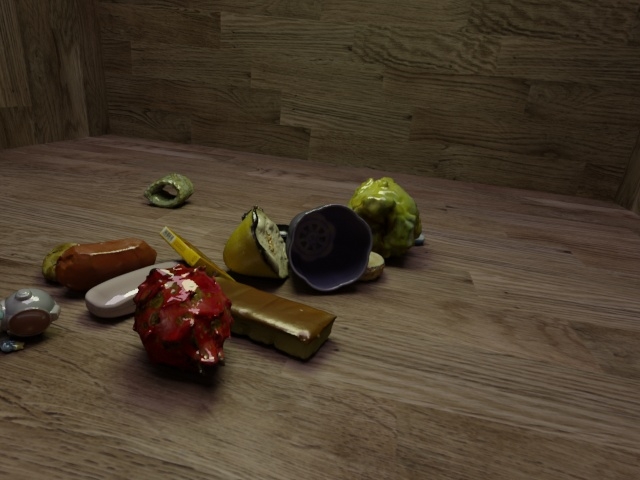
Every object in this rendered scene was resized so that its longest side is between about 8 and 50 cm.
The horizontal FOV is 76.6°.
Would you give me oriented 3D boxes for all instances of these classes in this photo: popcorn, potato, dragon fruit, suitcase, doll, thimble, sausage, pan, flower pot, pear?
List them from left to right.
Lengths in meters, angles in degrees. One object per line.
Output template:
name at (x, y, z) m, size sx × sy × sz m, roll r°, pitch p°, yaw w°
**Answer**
doll at (-0.712, 0.162, 0.844) m, size 0.288 × 0.150 × 0.151 m, roll -4°, pitch 23°, yaw -34°
potato at (-0.737, 0.061, 1.170) m, size 0.107 × 0.079 × 0.170 m, roll 12°, pitch 17°, yaw -18°
sausage at (-0.591, 0.065, 1.132) m, size 0.133 × 0.133 × 0.258 m, roll 22°, pitch 23°, yaw 35°
thimble at (-0.689, -0.226, 1.844) m, size 0.191 × 0.137 × 0.143 m, roll -6°, pitch 22°, yaw 8°
dragon fruit at (-0.282, 0.175, 0.859) m, size 0.205 × 0.210 × 0.268 m, roll 5°, pitch 34°, yaw -52°
pear at (-0.218, 0.034, 1.273) m, size 0.178 × 0.266 × 0.267 m, roll -25°, pitch 20°, yaw 8°
suitcase at (-0.271, -0.079, 1.645) m, size 0.059 × 0.086 × 0.126 m, roll -4°, pitch 18°, yaw 17°
pan at (-0.190, -0.024, 1.573) m, size 0.202 × 0.048 × 0.128 m, roll 2°, pitch 20°, yaw -15°
flower pot at (0.000, 0.000, 1.297) m, size 0.265 × 0.264 × 0.243 m, roll -1°, pitch 12°, yaw -17°
popcorn at (0.225, -0.082, 1.531) m, size 0.313 × 0.311 × 0.312 m, roll 5°, pitch 21°, yaw -2°

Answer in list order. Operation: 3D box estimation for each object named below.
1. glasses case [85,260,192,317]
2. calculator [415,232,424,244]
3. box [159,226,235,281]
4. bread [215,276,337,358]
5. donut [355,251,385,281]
glasses case at (-0.467, 0.124, 1.084) m, size 0.113 × 0.075 × 0.297 m, roll 21°, pitch 26°, yaw 29°
calculator at (0.335, -0.016, 1.710) m, size 0.211 × 0.039 × 0.121 m, roll 1°, pitch 20°, yaw -11°
box at (-0.378, 0.051, 1.228) m, size 0.269 × 0.043 × 0.152 m, roll 29°, pitch -11°, yaw 46°
bread at (-0.152, 0.186, 1.009) m, size 0.362 × 0.077 × 0.138 m, roll 15°, pitch 22°, yaw 21°
donut at (0.161, 0.086, 1.366) m, size 0.108 × 0.065 × 0.166 m, roll 6°, pitch 20°, yaw -1°
